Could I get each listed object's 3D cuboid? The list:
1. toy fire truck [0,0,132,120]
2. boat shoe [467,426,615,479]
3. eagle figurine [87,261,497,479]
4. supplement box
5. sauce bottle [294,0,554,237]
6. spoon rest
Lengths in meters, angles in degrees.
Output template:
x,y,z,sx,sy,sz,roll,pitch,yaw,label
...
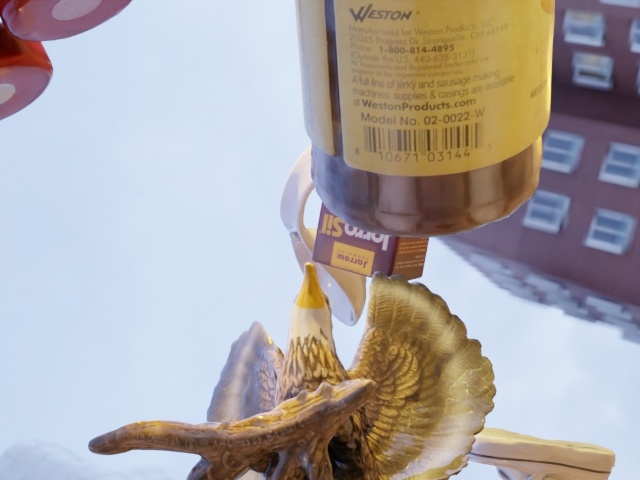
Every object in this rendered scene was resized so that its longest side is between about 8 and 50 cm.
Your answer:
x,y,z,sx,sy,sz,roll,pitch,yaw,label
-0.283,-0.190,0.799,0.254,0.302,0.169,-15,-105,-48,toy fire truck
0.250,0.264,1.387,0.226,0.083,0.075,13,-92,-30,boat shoe
0.002,0.125,0.908,0.225,0.226,0.298,-61,-10,3,eagle figurine
0.067,-0.057,1.324,0.081,0.104,0.188,-6,-72,-59,supplement box
0.039,-0.169,0.464,0.111,0.111,0.344,-37,-44,-40,sauce bottle
0.000,0.000,1.480,0.084,0.137,0.276,-28,-41,-21,spoon rest
